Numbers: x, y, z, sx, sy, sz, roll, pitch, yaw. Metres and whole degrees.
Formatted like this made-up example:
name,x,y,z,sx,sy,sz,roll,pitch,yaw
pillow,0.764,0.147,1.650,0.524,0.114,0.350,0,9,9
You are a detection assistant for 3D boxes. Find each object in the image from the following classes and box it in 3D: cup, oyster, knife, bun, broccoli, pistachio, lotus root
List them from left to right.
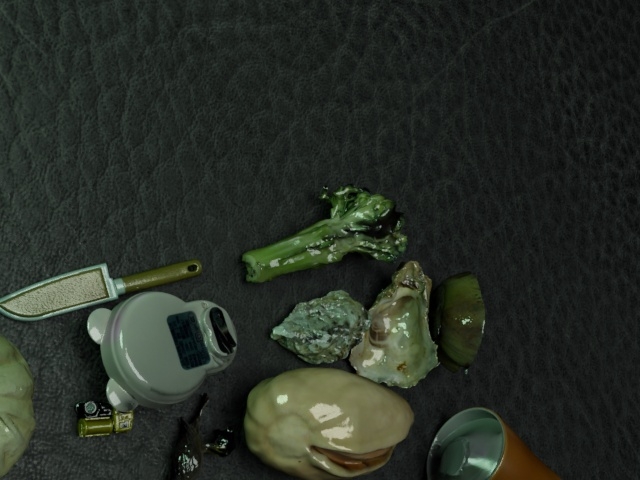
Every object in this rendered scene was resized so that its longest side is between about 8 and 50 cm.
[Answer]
name,x,y,z,sx,sy,sz,roll,pitch,yaw
bun,-0.500,0.215,1.263,0.259,0.160,0.259,11,70,-31
knife,-0.343,0.068,1.482,0.343,0.027,0.061,-16,90,-33
broccoli,0.003,0.007,1.677,0.304,0.165,0.145,-18,121,-23
oyster,0.006,0.156,1.671,0.177,0.064,0.125,-35,78,-27
pistachio,0.018,0.305,1.582,0.318,0.214,0.193,12,116,-41
oyster,0.147,0.156,1.745,0.161,0.107,0.232,11,76,4
lotus root,0.238,0.150,1.771,0.078,0.183,0.203,7,44,-11
cup,0.320,0.458,1.772,0.264,0.182,0.226,38,94,-29

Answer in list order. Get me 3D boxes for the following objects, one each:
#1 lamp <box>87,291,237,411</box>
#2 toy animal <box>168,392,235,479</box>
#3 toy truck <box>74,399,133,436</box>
name,x,y,z,sx,sy,sz,roll,pitch,yaw
lamp,-0.243,0.167,1.478,0.246,0.108,0.179,-10,81,-42
toy animal,-0.208,0.347,1.497,0.105,0.070,0.202,40,62,-5
toy truck,-0.325,0.268,1.434,0.083,0.049,0.054,2,80,-32
